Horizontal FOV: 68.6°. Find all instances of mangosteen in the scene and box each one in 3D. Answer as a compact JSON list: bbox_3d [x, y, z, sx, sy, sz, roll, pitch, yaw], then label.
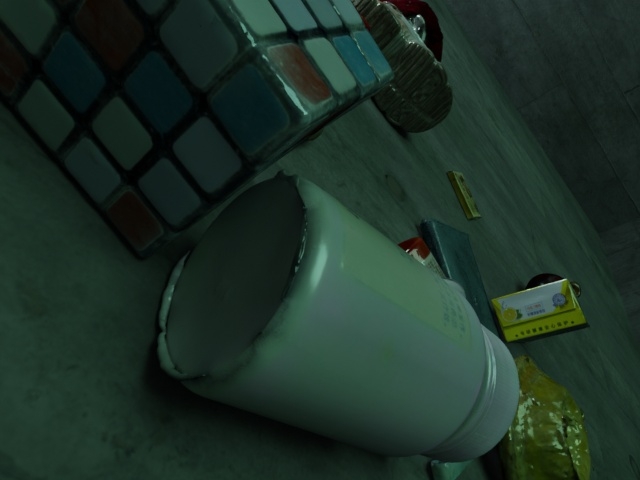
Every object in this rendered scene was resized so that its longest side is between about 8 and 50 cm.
[{"bbox_3d":[0.656,0.161,1.321,0.152,0.152,0.152,31,44,-36],"label":"mangosteen"}]

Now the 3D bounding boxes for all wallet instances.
[{"bbox_3d":[0.316,0.140,0.986,0.190,0.046,0.379,16,53,-47],"label":"wallet"}]

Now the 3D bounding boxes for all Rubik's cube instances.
[{"bbox_3d":[-0.119,-0.182,0.474,0.259,0.253,0.256,55,34,-11],"label":"Rubik's cube"}]

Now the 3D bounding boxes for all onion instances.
[{"bbox_3d":[0.288,-0.568,1.379,0.314,0.146,0.280,14,60,-52],"label":"onion"}]

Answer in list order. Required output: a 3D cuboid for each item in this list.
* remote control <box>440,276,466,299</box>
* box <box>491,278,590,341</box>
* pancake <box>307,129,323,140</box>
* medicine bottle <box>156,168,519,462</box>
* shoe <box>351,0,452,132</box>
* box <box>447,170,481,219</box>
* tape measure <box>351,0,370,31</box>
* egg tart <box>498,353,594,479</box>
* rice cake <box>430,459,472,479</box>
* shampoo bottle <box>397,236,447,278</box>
[{"bbox_3d":[0.177,0.169,0.700,0.044,0.073,0.229,2,90,-72],"label":"remote control"},{"bbox_3d":[0.515,0.170,1.083,0.265,0.168,0.097,19,54,-55],"label":"box"},{"bbox_3d":[-0.098,-0.293,0.762,0.294,0.049,0.294,31,46,-37],"label":"pancake"},{"bbox_3d":[0.045,0.108,0.510,0.378,0.213,0.213,34,42,-33],"label":"medicine bottle"},{"bbox_3d":[0.197,-0.441,1.142,0.351,0.172,0.198,52,32,-16],"label":"shoe"},{"bbox_3d":[0.404,-0.128,1.315,0.073,0.020,0.149,-5,70,-53],"label":"box"},{"bbox_3d":[-0.011,-0.451,0.901,0.260,0.114,0.253,47,23,-17],"label":"tape measure"},{"bbox_3d":[0.414,0.353,0.859,0.290,0.115,0.290,21,62,-49],"label":"egg tart"},{"bbox_3d":[0.221,0.331,0.737,0.180,0.030,0.042,1,78,-52],"label":"rice cake"},{"bbox_3d":[0.193,0.136,0.777,0.278,0.104,0.104,58,34,-4],"label":"shampoo bottle"}]
